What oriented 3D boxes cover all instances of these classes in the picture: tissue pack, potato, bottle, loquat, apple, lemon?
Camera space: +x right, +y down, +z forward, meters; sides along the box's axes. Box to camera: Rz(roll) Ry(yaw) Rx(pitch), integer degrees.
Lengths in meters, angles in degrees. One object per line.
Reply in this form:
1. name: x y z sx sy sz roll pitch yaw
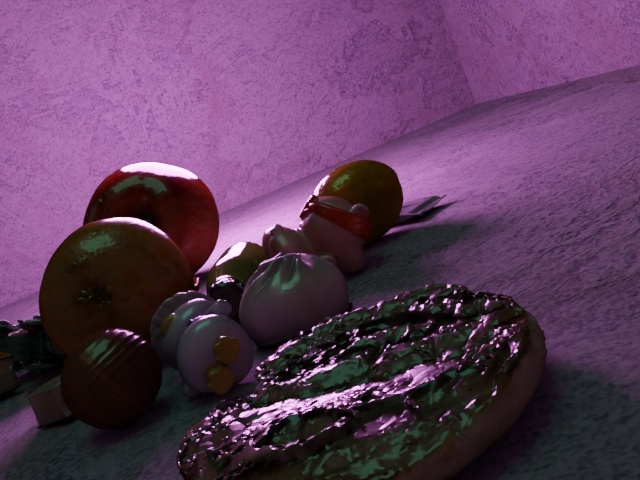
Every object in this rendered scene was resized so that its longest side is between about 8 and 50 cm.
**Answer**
1. tissue pack: 0.170 -0.058 1.697 0.193 0.026 0.122 -13 13 42
2. potato: -0.390 0.237 1.213 0.086 0.061 0.122 -19 9 29
3. bottle: -0.149 0.077 1.399 0.112 0.112 0.260 -20 9 7
4. loquat: -0.348 0.091 1.331 0.262 0.263 0.263 -21 10 4
5. apple: -0.434 -0.037 1.997 0.348 0.349 0.277 -22 -8 -3
6. lemon: 0.074 -0.074 1.570 0.207 0.170 0.170 -27 11 -32

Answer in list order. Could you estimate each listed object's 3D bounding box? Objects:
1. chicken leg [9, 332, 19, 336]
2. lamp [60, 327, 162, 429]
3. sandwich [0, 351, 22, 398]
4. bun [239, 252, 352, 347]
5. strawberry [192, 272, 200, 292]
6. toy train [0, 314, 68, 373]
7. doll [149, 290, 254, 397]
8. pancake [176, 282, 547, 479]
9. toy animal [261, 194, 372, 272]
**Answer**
1. chicken leg: -0.664 0.238 1.772 0.207 0.085 0.101 -29 20 11
2. lamp: -0.279 0.186 1.041 0.136 0.137 0.136 -21 10 4
3. sandwich: -0.699 0.288 1.507 0.257 0.094 0.096 -21 14 -4
4. bun: -0.047 0.078 1.158 0.172 0.120 0.173 -23 8 3
5. strawberry: -0.320 0.117 1.764 0.103 0.048 0.152 -15 23 0
6. toy train: -0.562 0.211 1.589 0.177 0.116 0.285 -1 -9 -45
7. doll: -0.168 0.141 1.085 0.119 0.138 0.293 18 -1 -19
8. pancake: 0.036 0.144 0.753 0.382 0.071 0.382 -22 9 4
9. toy animal: 0.000 0.000 1.405 0.197 0.171 0.171 -31 11 -6
